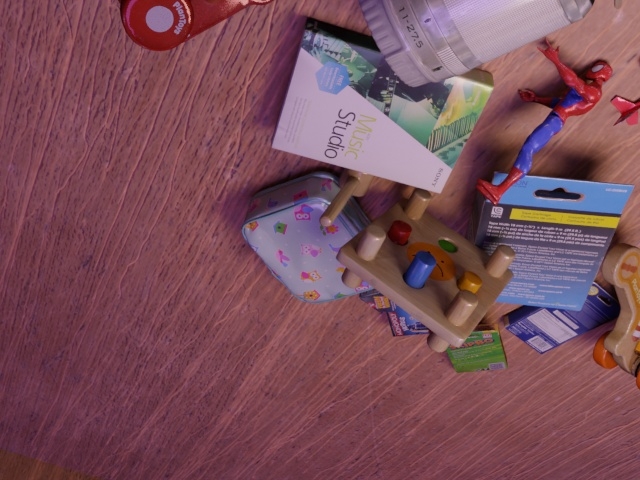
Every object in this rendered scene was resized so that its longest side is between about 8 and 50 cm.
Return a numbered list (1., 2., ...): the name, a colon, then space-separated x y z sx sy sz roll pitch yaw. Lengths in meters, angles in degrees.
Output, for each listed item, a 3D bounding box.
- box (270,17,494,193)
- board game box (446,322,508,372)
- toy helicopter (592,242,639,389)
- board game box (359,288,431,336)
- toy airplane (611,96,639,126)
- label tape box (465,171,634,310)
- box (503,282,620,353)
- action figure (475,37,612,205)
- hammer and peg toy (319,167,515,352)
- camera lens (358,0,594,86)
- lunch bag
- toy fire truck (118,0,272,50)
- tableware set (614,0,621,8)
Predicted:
1. box: 0.098 -0.219 1.226 0.322 0.058 0.232 13 131 -8
2. board game box: 0.350 0.244 1.640 0.124 0.039 0.259 -8 153 15
3. toy helicopter: 0.642 0.123 1.433 0.235 0.140 0.355 -43 127 -9
4. board game box: 0.189 0.126 1.571 0.194 0.060 0.194 -6 135 13
5. toy airplane: 0.548 -0.231 1.182 0.151 0.028 0.151 5 135 5
6. label tape box: 0.409 -0.021 1.359 0.241 0.105 0.333 6 135 3
7. box: 0.533 0.162 1.578 0.136 0.036 0.225 35 129 -26
8. action figure: 0.340 -0.204 1.168 0.280 0.091 0.139 -43 82 3
9. hammer and peg toy: 0.142 0.018 1.268 0.361 0.266 0.127 36 129 13
10. camera lens: 0.210 -0.353 0.969 0.274 0.219 0.219 -21 129 27
11. lunch bag: 0.000 0.000 1.437 0.224 0.107 0.279 -21 129 24
12. toy fire truck: -0.203 -0.433 1.010 0.254 0.169 0.302 -29 130 1
13. tableware set: 0.460 -0.424 0.994 0.128 0.039 0.194 -16 138 7
